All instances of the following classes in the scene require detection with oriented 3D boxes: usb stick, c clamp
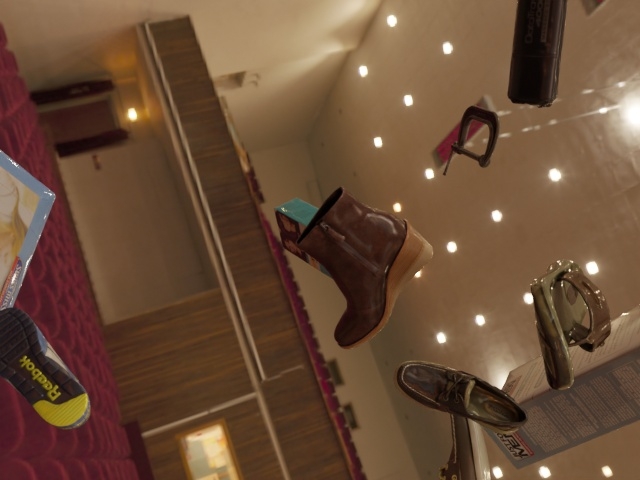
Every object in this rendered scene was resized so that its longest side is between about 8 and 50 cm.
[{"bbox_3d":[0.336,-0.344,1.097,0.077,0.045,0.278,10,-73,28],"label":"usb stick"},{"bbox_3d":[0.276,-0.173,1.291,0.161,0.022,0.137,-140,-120,-70],"label":"c clamp"}]

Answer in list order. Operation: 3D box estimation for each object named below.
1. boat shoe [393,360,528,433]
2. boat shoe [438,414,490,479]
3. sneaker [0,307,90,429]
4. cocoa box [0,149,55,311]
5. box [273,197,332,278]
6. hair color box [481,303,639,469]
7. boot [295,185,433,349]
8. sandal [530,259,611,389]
[{"bbox_3d":[0.231,0.247,1.165,0.073,0.223,0.080,110,3,-66],"label":"boat shoe"},{"bbox_3d":[0.256,0.440,1.270,0.109,0.091,0.305,39,42,-62],"label":"boat shoe"},{"bbox_3d":[-0.269,0.126,0.683,0.144,0.053,0.059,46,-19,20],"label":"sneaker"},{"bbox_3d":[-0.475,0.044,0.734,0.231,0.228,0.347,66,37,-69],"label":"cocoa box"},{"bbox_3d":[0.000,0.000,1.417,0.244,0.060,0.100,29,-42,52],"label":"box"},{"bbox_3d":[0.475,0.245,1.250,0.113,0.185,0.374,51,-51,2],"label":"hair color box"},{"bbox_3d":[0.040,0.049,1.170,0.248,0.207,0.090,-54,-154,17],"label":"boot"},{"bbox_3d":[0.336,0.089,0.941,0.086,0.303,0.120,-8,-76,28],"label":"sandal"}]
